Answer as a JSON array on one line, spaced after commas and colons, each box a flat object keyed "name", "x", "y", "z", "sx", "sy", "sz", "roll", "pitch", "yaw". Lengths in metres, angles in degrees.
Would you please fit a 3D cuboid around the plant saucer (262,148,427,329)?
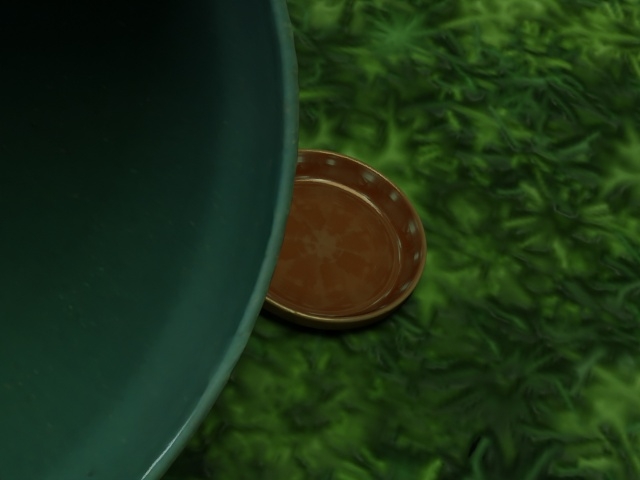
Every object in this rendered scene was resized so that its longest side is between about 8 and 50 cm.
[{"name": "plant saucer", "x": 0.000, "y": 0.000, "z": 0.631, "sx": 0.083, "sy": 0.013, "sz": 0.083, "roll": 7, "pitch": 53, "yaw": -10}]

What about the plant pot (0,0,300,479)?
[{"name": "plant pot", "x": -0.180, "y": -0.037, "z": 0.467, "sx": 0.293, "sy": 0.293, "sz": 0.196, "roll": -21, "pitch": 35, "yaw": -28}]
